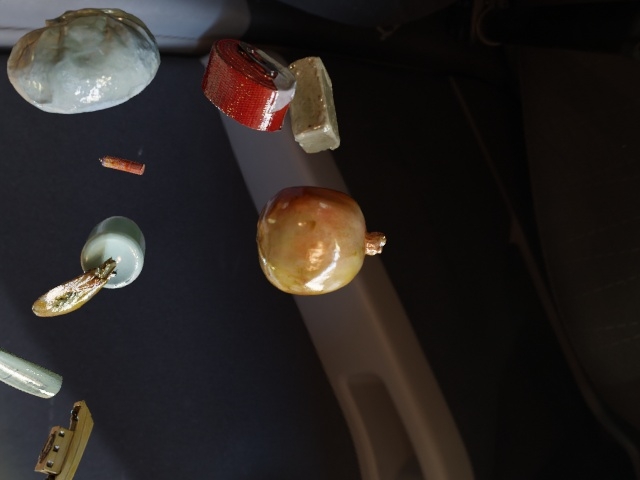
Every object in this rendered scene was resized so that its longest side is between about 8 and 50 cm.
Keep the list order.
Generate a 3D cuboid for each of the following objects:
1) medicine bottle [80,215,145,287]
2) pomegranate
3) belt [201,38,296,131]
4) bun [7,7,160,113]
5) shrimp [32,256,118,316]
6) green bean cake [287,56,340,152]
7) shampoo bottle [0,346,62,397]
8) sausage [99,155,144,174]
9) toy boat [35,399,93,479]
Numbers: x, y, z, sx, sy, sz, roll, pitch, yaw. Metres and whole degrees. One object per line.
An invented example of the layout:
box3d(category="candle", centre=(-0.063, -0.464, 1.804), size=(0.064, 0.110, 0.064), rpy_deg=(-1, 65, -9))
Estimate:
box3d(category="medicine bottle", centre=(-0.499, 0.021, 1.562), size=(0.225, 0.139, 0.139), rpy_deg=(-133, 31, -70))
box3d(category="pomegranate", centre=(0.000, 0.000, 1.350), size=(0.252, 0.271, 0.228), rpy_deg=(82, -173, -85))
box3d(category="belt", centre=(-0.138, -0.314, 1.265), size=(0.201, 0.128, 0.124), rpy_deg=(40, 130, 17))
box3d(category="bun", centre=(-0.567, -0.441, 1.535), size=(0.355, 0.355, 0.194), rpy_deg=(28, 138, 37))
box3d(category="shrimp", centre=(-0.538, 0.108, 1.416), size=(0.051, 0.217, 0.115), rpy_deg=(58, -177, 12))
box3d(category="green bean cake", centre=(-0.017, -0.284, 1.360), size=(0.085, 0.109, 0.179), rpy_deg=(-12, 75, 12))
box3d(category="shampoo bottle", centre=(-0.641, 0.273, 1.352), size=(0.212, 0.072, 0.049), rpy_deg=(53, -165, -46))
box3d(category="sausage", centre=(-0.584, -0.224, 1.884), size=(0.130, 0.034, 0.034), rpy_deg=(13, 130, -5))
box3d(category="toy boat", centre=(-0.554, 0.443, 1.387), size=(0.077, 0.200, 0.057), rpy_deg=(35, 142, -29))
